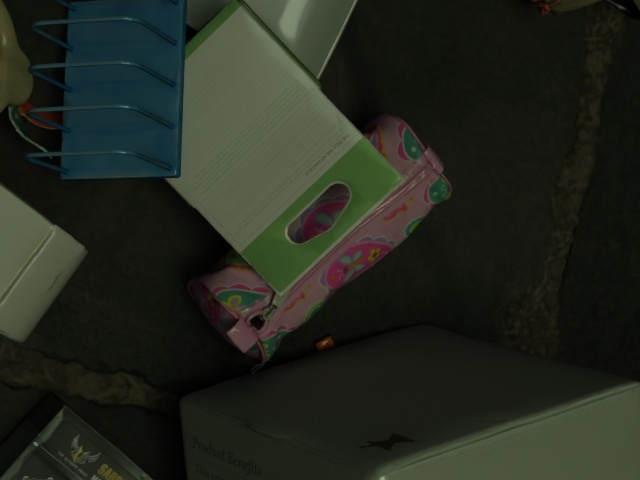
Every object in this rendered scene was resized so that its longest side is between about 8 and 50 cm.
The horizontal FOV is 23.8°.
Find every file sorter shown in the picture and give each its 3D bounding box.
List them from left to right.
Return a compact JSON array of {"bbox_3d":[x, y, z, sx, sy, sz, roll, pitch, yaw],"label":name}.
[{"bbox_3d":[-0.196,-0.147,1.371,0.118,0.104,0.170,-1,82,17],"label":"file sorter"}]

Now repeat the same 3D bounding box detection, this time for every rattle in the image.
[{"bbox_3d":[-0.335,-0.147,1.391,0.142,0.130,0.200,-17,152,13],"label":"rattle"}]

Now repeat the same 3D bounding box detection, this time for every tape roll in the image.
[{"bbox_3d":[-0.336,-0.032,1.277,0.286,0.286,0.100,39,82,-25],"label":"tape roll"}]

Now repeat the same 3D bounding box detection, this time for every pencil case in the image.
[{"bbox_3d":[0.000,0.000,1.527,0.284,0.124,0.124,-41,113,-13],"label":"pencil case"}]

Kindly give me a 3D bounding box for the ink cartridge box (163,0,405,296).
[{"bbox_3d":[-0.059,-0.090,1.447,0.171,0.056,0.235,-43,98,8],"label":"ink cartridge box"}]

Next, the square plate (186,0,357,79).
[{"bbox_3d":[-0.077,-0.369,1.466,0.344,0.049,0.347,28,87,-26],"label":"square plate"}]

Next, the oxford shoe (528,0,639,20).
[{"bbox_3d":[0.235,-0.297,1.569,0.348,0.123,0.130,4,102,-30],"label":"oxford shoe"}]

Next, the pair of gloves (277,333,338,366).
[{"bbox_3d":[-0.007,0.147,1.609,0.083,0.010,0.074,-33,109,-19],"label":"pair of gloves"}]

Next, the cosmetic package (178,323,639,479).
[{"bbox_3d":[0.095,0.327,1.482,0.327,0.329,0.394,-13,105,-34],"label":"cosmetic package"}]

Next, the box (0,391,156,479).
[{"bbox_3d":[-0.240,0.291,1.503,0.231,0.056,0.183,45,79,-25],"label":"box"}]
